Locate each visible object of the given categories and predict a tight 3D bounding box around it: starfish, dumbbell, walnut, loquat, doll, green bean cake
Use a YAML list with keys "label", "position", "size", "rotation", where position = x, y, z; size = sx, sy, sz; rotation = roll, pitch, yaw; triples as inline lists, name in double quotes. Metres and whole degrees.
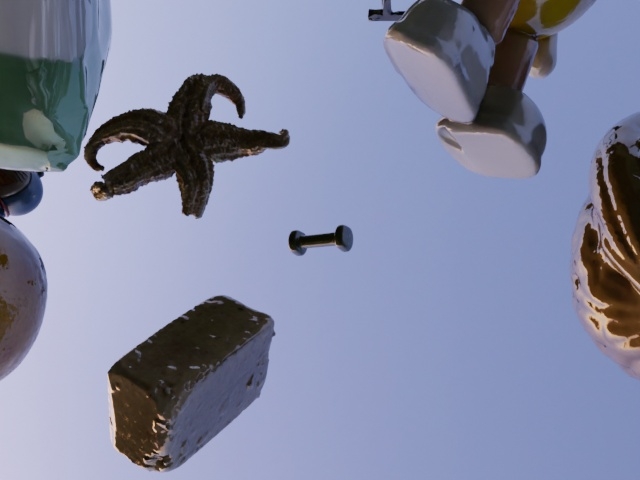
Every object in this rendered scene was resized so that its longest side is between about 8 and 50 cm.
- label: "starfish"
  position: [-0.134, -0.096, 0.877]
  size: [0.053, 0.209, 0.150]
  rotation: [-171, -103, -78]
- label: "dumbbell"
  position: [0.000, 0.000, 1.548]
  size: [0.118, 0.052, 0.046]
  rotation: [-6, -110, 28]
- label: "walnut"
  position: [0.381, 0.001, 0.812]
  size: [0.332, 0.333, 0.333]
  rotation: [-15, -119, 30]
- label: "loquat"
  position: [-0.501, 0.078, 1.155]
  size: [0.263, 0.263, 0.263]
  rotation: [-15, -119, 30]
- label: "doll"
  position: [-0.503, -0.069, 1.371]
  size: [0.152, 0.085, 0.114]
  rotation: [-36, -126, -24]
- label: "green bean cake"
  position: [-0.128, 0.140, 0.873]
  size: [0.085, 0.179, 0.109]
  rotation: [25, -58, 22]
- label: "doll"
  position: [0.177, -0.265, 0.739]
  size: [0.161, 0.348, 0.423]
  rotation: [16, -80, 24]

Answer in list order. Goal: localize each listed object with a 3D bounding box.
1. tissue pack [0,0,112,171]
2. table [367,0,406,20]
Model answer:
- label: "tissue pack"
  position: [-0.208, -0.215, 0.304]
  size: [0.194, 0.266, 0.357]
  rotation: [-102, -163, -62]
- label: "table"
  position: [0.204, -0.526, 1.286]
  size: [0.272, 0.222, 0.335]
  rotation: [-1, -122, 1]
